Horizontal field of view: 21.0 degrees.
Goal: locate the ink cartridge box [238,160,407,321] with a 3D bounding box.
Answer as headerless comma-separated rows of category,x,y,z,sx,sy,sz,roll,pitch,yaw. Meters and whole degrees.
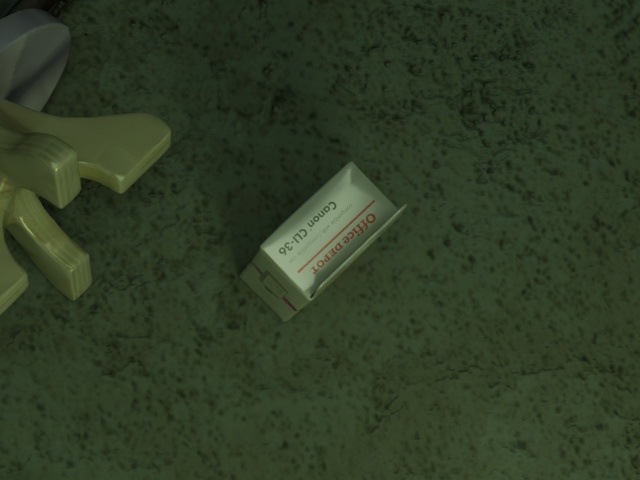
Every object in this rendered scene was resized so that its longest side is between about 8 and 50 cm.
ink cartridge box,0.000,0.000,1.516,0.067,0.198,0.115,46,76,0

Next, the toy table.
toy table,-0.264,-0.055,1.469,0.161,0.252,0.274,36,78,13

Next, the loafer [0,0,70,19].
loafer,-0.296,-0.212,1.561,0.109,0.095,0.302,28,59,13
